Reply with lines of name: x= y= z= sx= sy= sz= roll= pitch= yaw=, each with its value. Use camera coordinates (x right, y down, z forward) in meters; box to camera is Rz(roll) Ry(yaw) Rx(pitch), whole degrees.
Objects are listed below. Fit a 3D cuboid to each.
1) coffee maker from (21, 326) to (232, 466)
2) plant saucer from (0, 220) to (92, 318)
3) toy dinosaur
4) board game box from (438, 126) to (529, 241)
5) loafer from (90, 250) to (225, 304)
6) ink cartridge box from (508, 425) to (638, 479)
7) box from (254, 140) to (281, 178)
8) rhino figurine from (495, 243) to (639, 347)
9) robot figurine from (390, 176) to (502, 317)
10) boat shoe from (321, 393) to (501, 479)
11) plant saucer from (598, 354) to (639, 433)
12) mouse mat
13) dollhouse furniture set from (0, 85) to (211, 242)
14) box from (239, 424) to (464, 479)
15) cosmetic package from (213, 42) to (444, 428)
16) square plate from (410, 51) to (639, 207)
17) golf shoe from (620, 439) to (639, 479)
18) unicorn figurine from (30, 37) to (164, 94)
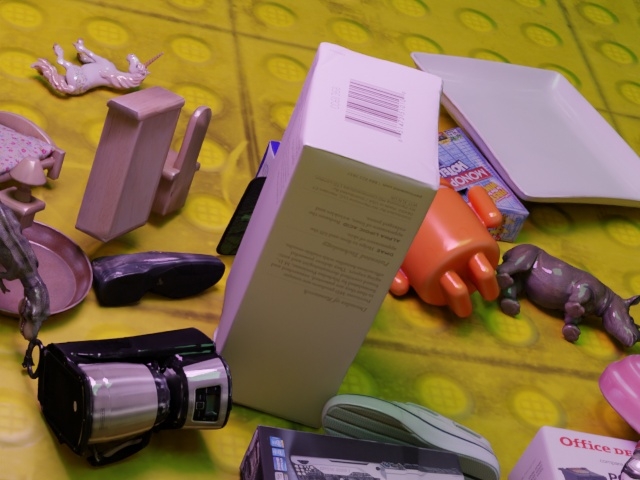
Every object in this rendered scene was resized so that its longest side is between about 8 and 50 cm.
coffee maker: x=-0.206 y=0.148 z=1.646 sx=0.178 sy=0.120 sz=0.171 roll=-4 pitch=44 yaw=-33
plant saucer: x=-0.353 y=0.037 z=1.780 sx=0.168 sy=0.029 sz=0.168 roll=15 pitch=36 yaw=-11
toy dinosaur: x=-0.369 y=-0.018 z=1.693 sx=0.064 sy=0.118 sz=0.268 roll=-29 pitch=99 yaw=-27
board game box: x=0.192 y=-0.067 z=2.176 sx=0.194 sy=0.060 sz=0.194 roll=-19 pitch=53 yaw=-42
loafer: x=-0.197 y=0.033 z=1.844 sx=0.170 sy=0.062 sz=0.061 roll=-3 pitch=39 yaw=-33
ink cartridge box: x=0.327 y=0.336 z=1.712 sx=0.172 sy=0.100 sz=0.237 roll=12 pitch=38 yaw=-17
box: x=-0.016 y=-0.058 z=1.998 sx=0.137 sy=0.126 sz=0.072 roll=5 pitch=42 yaw=-23
rhino figurine: x=0.348 y=0.079 z=2.068 sx=0.243 sy=0.073 sz=0.106 roll=24 pitch=39 yaw=-1
robot figurine: x=0.155 y=-0.002 z=2.016 sx=0.128 sy=0.158 sz=0.219 roll=5 pitch=40 yaw=-45
boat shoe: x=0.101 y=0.229 z=1.757 sx=0.226 sy=0.083 sz=0.076 roll=27 pitch=24 yaw=-14
plant saucer: x=0.500 y=0.229 z=1.846 sx=0.332 sy=0.084 sz=0.332 roll=28 pitch=12 yaw=-6
mouse mat: x=-0.028 y=-0.031 z=1.936 sx=0.189 sy=0.152 sz=0.007 roll=-2 pitch=51 yaw=-30
dollhouse furniture set: x=-0.355 y=-0.160 z=1.872 sx=0.355 sy=0.174 sz=0.303 roll=26 pitch=21 yaw=16
box: x=0.051 y=0.343 z=1.575 sx=0.242 sy=0.076 sz=0.307 roll=11 pitch=38 yaw=-17
cosmetic package: x=0.000 y=0.000 z=1.720 sx=0.156 sy=0.385 sz=0.217 roll=17 pitch=39 yaw=-7
square plate: x=0.339 y=-0.161 z=2.350 sx=0.347 sy=0.049 sz=0.344 roll=1 pitch=42 yaw=-39
golf shoe: x=0.412 y=0.302 z=1.675 sx=0.186 sy=0.067 sz=0.086 roll=34 pitch=64 yaw=6
unicorn figurine: x=-0.318 y=-0.241 z=2.130 sx=0.162 sy=0.060 sz=0.111 roll=-34 pitch=64 yaw=-31
